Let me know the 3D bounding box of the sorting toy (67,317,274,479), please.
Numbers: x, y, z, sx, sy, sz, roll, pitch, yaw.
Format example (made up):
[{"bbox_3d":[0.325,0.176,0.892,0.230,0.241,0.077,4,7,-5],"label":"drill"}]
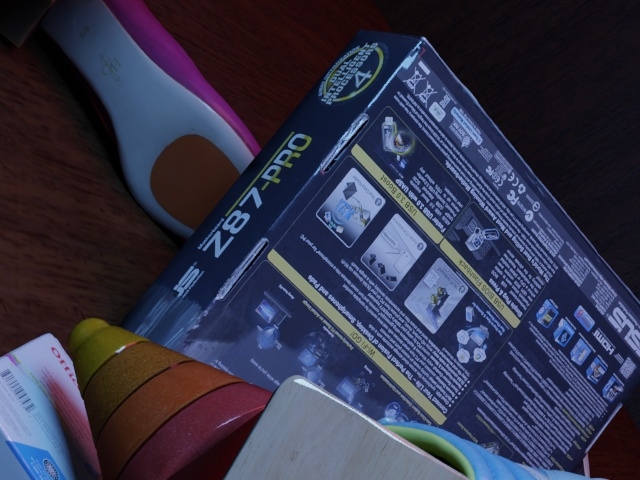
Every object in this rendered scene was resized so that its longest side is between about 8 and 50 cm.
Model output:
[{"bbox_3d":[-0.075,0.132,0.892,0.126,0.127,0.365,46,-8,20],"label":"sorting toy"}]

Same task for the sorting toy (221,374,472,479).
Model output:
[{"bbox_3d":[0.022,0.243,0.703,0.255,0.257,0.089,32,-15,-3],"label":"sorting toy"}]

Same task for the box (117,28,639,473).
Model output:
[{"bbox_3d":[0.074,0.080,1.142,0.395,0.318,0.097,45,-14,-33],"label":"box"}]

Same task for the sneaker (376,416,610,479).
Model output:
[{"bbox_3d":[0.040,0.198,0.907,0.208,0.319,0.127,24,52,-29],"label":"sneaker"}]

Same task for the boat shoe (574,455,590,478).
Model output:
[{"bbox_3d":[0.168,0.213,1.423,0.156,0.186,0.500,50,19,-43],"label":"boat shoe"}]

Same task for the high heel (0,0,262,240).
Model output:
[{"bbox_3d":[-0.144,-0.148,1.294,0.377,0.127,0.181,49,26,-13],"label":"high heel"}]

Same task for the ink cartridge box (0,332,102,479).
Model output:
[{"bbox_3d":[-0.169,0.111,0.814,0.088,0.052,0.122,56,14,0],"label":"ink cartridge box"}]
